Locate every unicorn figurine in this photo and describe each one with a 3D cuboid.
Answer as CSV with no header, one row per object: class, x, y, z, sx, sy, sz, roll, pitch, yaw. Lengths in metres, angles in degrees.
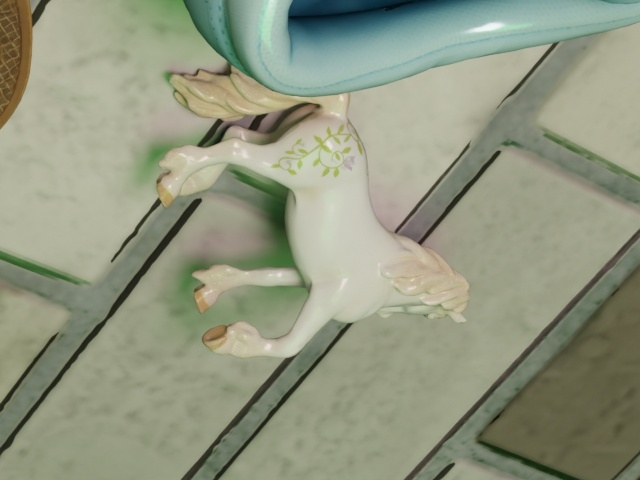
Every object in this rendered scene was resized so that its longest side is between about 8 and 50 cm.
unicorn figurine,0.000,0.000,0.712,0.111,0.060,0.162,-15,131,-2

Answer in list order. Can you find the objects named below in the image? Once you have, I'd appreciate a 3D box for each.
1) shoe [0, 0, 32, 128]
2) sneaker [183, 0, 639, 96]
shoe,-0.163,-0.116,0.582,0.076,0.058,0.219,-46,137,-17
sneaker,0.125,-0.135,0.575,0.366,0.150,0.135,-25,132,6
